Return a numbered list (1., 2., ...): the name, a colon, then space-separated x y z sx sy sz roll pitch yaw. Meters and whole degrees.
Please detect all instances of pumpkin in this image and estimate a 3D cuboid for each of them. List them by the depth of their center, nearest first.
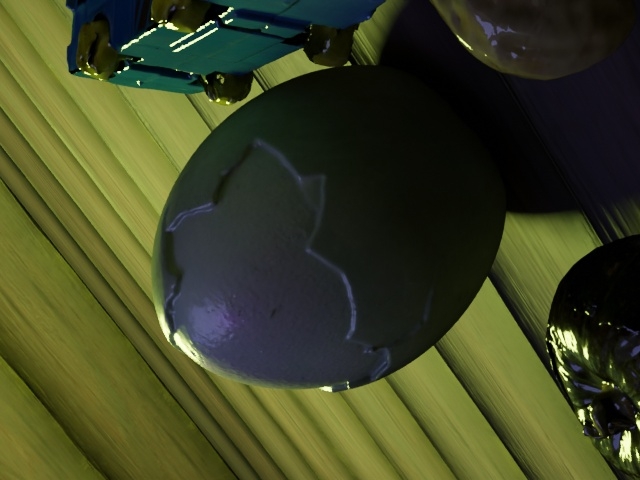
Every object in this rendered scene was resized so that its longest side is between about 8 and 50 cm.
1. pumpkin: 0.281 0.108 1.158 0.238 0.159 0.238 46 167 14

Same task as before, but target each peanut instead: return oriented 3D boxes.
1. peanut: 0.078 -0.226 0.950 0.313 0.149 0.149 43 162 13

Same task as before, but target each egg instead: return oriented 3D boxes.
1. egg: 0.000 0.000 1.323 0.278 0.336 0.278 35 150 24

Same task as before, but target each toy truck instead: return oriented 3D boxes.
1. toy truck: -0.087 -0.217 1.218 0.161 0.162 0.385 8 170 -27
